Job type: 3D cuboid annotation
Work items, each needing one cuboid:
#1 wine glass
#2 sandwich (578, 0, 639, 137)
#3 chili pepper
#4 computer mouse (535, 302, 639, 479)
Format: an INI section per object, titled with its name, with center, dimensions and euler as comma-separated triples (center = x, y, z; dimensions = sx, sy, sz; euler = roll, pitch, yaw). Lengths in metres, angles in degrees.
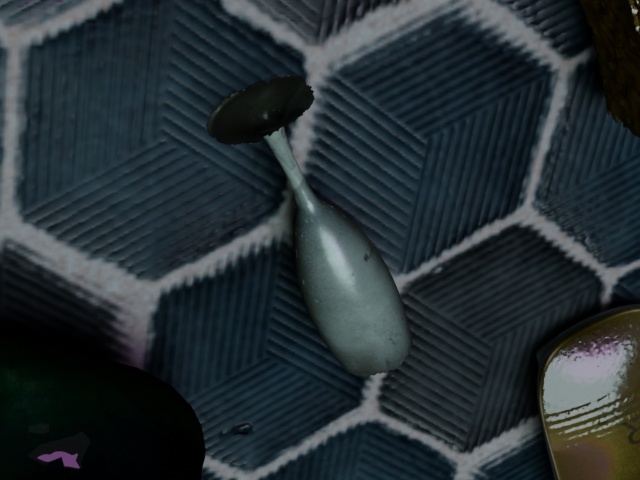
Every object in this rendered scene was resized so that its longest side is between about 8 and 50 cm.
[wine glass]
center = 0.000, 0.000, 0.708
dimensions = 0.066, 0.066, 0.198
euler = -28, 126, -4
[sandwich]
center = 0.229, -0.236, 0.638
dimensions = 0.271, 0.099, 0.301
euler = -38, 124, -6
[chili pepper]
center = -0.179, 0.183, 0.647
dimensions = 0.257, 0.248, 0.233
euler = 1, 142, -24
[computer mouse]
center = 0.228, 0.156, 0.891
dimensions = 0.126, 0.056, 0.245
euler = -23, 125, -7
